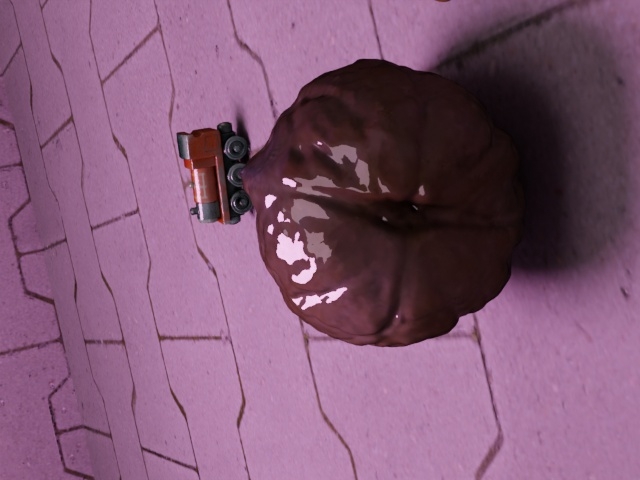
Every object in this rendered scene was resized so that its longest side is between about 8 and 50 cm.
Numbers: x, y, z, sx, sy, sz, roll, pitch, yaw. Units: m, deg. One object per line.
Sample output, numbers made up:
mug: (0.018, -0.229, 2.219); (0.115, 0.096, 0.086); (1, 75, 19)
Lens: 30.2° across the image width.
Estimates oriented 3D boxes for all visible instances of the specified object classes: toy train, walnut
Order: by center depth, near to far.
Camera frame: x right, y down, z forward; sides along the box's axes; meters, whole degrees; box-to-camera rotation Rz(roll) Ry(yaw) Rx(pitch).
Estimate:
walnut: (0.033, -0.025, 0.743); (0.230, 0.178, 0.178); (-138, 39, -73)
toy train: (-0.103, -0.063, 1.166); (0.044, 0.064, 0.103); (25, 125, 61)
